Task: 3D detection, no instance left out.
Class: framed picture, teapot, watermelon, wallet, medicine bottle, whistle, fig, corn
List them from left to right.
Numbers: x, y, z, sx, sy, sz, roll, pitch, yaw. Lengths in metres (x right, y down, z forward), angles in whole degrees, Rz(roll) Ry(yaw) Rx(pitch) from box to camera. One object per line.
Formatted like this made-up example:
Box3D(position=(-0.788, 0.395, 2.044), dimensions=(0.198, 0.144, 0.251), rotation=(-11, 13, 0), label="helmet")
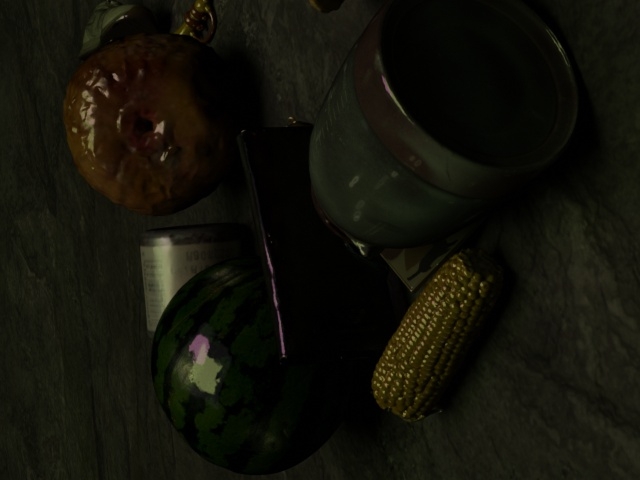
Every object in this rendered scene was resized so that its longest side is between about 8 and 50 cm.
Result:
Box3D(position=(-0.268, -0.196, 1.885), dimensions=(0.369, 0.286, 0.286), rotation=(-133, 42, -77), label="fig")
Box3D(position=(-0.207, -0.350, 1.916), dimensions=(0.109, 0.046, 0.057), rotation=(-42, 45, 46), label="whistle")
Box3D(position=(-0.197, 0.112, 1.865), dimensions=(0.165, 0.165, 0.274), rotation=(2, 99, 58), label="medicine bottle")
Box3D(position=(-0.086, 0.162, 1.571), dimensions=(0.285, 0.285, 0.285), rotation=(16, 109, 57), label="watermelon")
Box3D(position=(0.000, 0.000, 1.491), dimensions=(0.045, 0.172, 0.318), rotation=(127, 137, -61), label="wallet")
Box3D(position=(0.106, -0.047, 1.416), dimensions=(0.136, 0.010, 0.201), rotation=(-48, 48, 11), label="framed picture")
Box3D(position=(0.102, -0.142, 1.296), dimensions=(0.312, 0.233, 0.315), rotation=(135, 147, -55), label="teapot")
Box3D(position=(0.137, 0.114, 1.387), dimensions=(0.091, 0.091, 0.260), rotation=(-105, 32, -44), label="corn")

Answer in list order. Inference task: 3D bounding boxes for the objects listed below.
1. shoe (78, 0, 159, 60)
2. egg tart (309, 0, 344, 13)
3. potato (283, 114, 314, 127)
Box3D(position=(-0.364, -0.387, 2.112), dimensions=(0.275, 0.103, 0.098), rotation=(-8, 77, 58), label="shoe")
Box3D(position=(0.030, -0.375, 1.436), dimensions=(0.074, 0.191, 0.191), rotation=(8, 105, 22), label="egg tart")
Box3D(position=(-0.046, -0.128, 1.642), dimensions=(0.172, 0.100, 0.089), rotation=(-4, 87, 62), label="potato")
